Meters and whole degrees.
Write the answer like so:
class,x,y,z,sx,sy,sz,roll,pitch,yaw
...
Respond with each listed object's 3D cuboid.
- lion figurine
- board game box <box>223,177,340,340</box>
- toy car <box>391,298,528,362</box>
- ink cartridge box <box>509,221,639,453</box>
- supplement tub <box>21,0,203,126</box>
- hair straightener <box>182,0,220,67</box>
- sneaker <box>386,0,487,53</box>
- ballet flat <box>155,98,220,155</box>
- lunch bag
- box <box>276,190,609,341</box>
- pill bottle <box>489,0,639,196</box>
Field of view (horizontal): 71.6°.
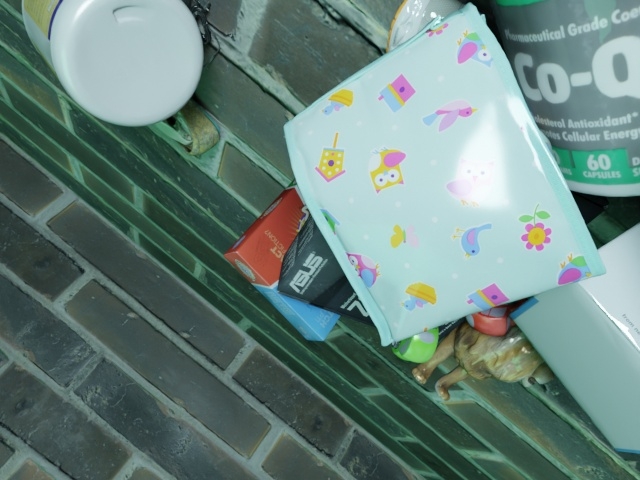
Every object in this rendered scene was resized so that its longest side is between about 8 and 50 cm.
class,x,y,z,sx,sy,sz,roll,pitch,yaw
lion figurine,0.290,0.169,0.894,0.142,0.240,0.392,41,-167,-17
board game box,0.000,0.000,0.889,0.242,0.317,0.064,48,150,-18
toy car,0.187,0.146,0.726,0.238,0.053,0.225,16,134,-12
ink cartridge box,0.402,0.070,0.483,0.197,0.269,0.198,57,173,22
supplement tub,-0.385,-0.377,0.805,0.331,0.241,0.241,44,159,36
hair straightener,-0.247,-0.430,0.834,0.088,0.047,0.231,25,149,25
sneaker,0.148,-0.218,0.639,0.120,0.099,0.263,27,151,12
ballet flat,-0.385,-0.347,1.046,0.349,0.123,0.123,50,150,-20
lunch bag,0.108,-0.061,0.447,0.223,0.160,0.263,-26,93,24
box,0.151,-0.007,0.679,0.317,0.097,0.395,23,133,-14
pill bottle,0.251,-0.234,0.375,0.204,0.204,0.361,3,136,47
